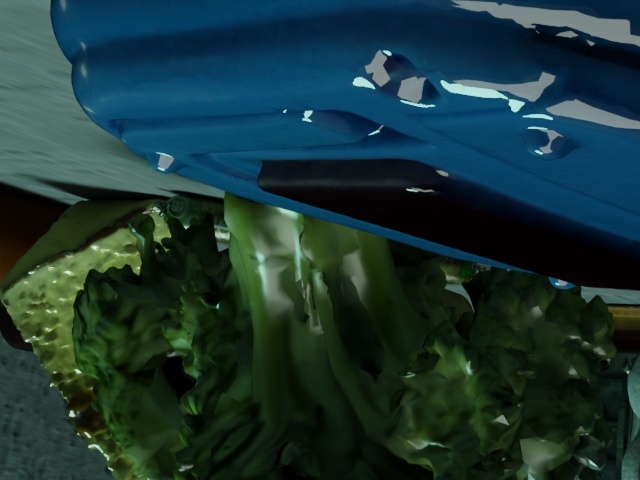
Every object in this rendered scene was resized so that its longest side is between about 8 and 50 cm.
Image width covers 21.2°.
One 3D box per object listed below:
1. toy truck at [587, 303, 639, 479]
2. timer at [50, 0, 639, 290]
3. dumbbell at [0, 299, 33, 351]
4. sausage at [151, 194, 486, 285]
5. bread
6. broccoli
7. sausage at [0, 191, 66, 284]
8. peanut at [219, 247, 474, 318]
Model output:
[{"bbox_3d":[0.297,0.260,1.560,0.206,0.388,0.173,9,174,-36],"label":"toy truck"},{"bbox_3d":[0.091,-0.053,0.605,0.340,0.115,0.309,16,173,-36],"label":"timer"},{"bbox_3d":[-0.320,0.030,1.619,0.140,0.124,0.225,2,168,40],"label":"dumbbell"},{"bbox_3d":[0.000,0.000,1.343,0.269,0.033,0.033,11,172,-3],"label":"sausage"},{"bbox_3d":[-0.132,0.090,1.443,0.178,0.266,0.142,-23,-157,15],"label":"bread"},{"bbox_3d":[0.013,0.088,1.114,0.277,0.338,0.317,-17,158,-21],"label":"broccoli"},{"bbox_3d":[-0.294,-0.005,1.475,0.083,0.089,0.300,-12,160,40],"label":"sausage"},{"bbox_3d":[0.006,0.069,1.493,0.274,0.125,0.111,5,146,31],"label":"peanut"}]
